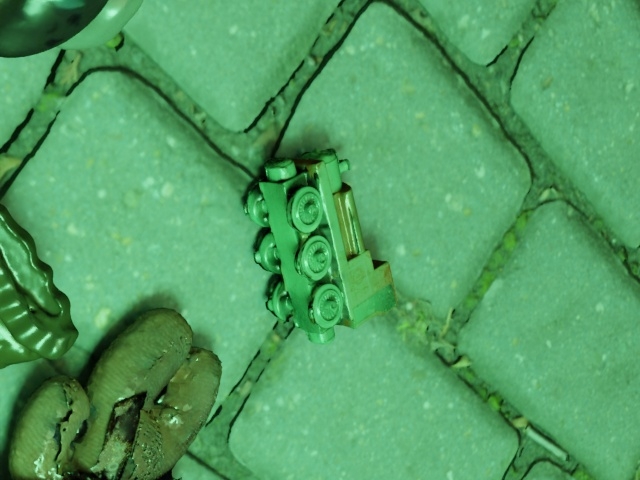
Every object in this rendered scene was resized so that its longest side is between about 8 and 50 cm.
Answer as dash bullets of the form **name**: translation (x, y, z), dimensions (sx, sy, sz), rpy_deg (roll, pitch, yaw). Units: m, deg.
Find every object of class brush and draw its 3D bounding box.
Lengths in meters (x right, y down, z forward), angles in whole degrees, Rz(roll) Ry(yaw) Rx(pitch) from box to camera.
- **brush**: translation (-0.276, -0.036, 1.149), dimensions (0.071, 0.084, 0.301), rpy_deg (-49, 121, -44)

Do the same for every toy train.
- **toy train**: translation (0.000, 0.000, 1.391), dimensions (0.118, 0.074, 0.176), rpy_deg (-29, 114, -41)

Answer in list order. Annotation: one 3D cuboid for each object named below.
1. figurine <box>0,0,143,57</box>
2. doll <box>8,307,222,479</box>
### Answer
- **figurine**: translation (-0.224, -0.201, 0.944), dimensions (0.206, 0.365, 0.218), rpy_deg (8, 109, 0)
- **doll**: translation (-0.165, 0.198, 1.254), dimensions (0.201, 0.156, 0.303), rpy_deg (45, 68, -31)
